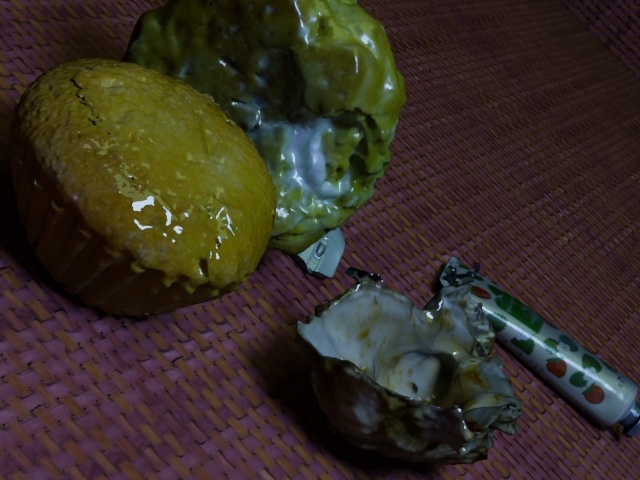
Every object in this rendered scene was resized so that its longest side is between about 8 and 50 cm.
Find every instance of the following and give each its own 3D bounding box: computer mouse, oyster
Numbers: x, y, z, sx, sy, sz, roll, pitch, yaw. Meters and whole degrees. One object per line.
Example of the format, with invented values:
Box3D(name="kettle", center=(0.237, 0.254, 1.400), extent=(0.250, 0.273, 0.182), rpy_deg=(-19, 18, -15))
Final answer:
Box3D(name="computer mouse", center=(0.000, 0.000, 1.401), extent=(0.056, 0.032, 0.110), rpy_deg=(36, 25, -12))
Box3D(name="oyster", center=(0.091, 0.105, 1.249), extent=(0.198, 0.133, 0.337), rpy_deg=(44, 22, 9))

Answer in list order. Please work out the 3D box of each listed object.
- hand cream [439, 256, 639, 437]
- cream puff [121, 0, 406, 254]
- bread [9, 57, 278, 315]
Box3D(name="hand cream", center=(0.245, 0.116, 1.559), extent=(0.276, 0.059, 0.095), rpy_deg=(38, 22, 0))
Box3D(name="cream puff", center=(-0.044, -0.130, 1.285), extent=(0.282, 0.282, 0.185), rpy_deg=(44, 19, 4))
Box3D(name="bread", center=(-0.146, -0.040, 1.117), extent=(0.240, 0.139, 0.240), rpy_deg=(34, 26, -19))
